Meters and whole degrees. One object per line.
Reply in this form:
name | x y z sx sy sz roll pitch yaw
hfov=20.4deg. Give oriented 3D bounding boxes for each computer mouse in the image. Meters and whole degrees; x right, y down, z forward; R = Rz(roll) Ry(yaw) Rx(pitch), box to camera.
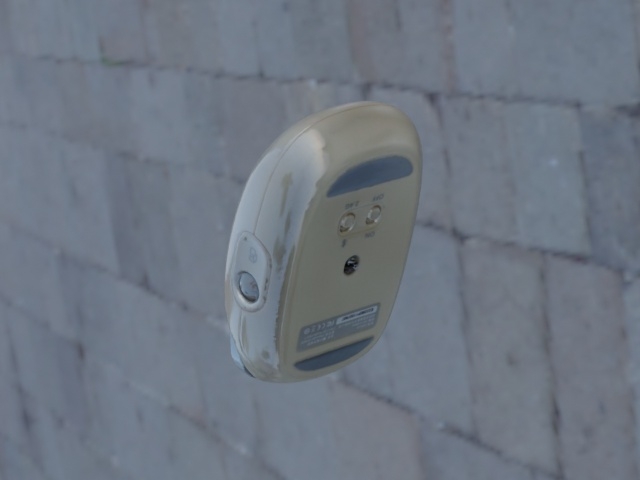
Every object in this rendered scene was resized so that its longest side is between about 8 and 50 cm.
computer mouse | 0.000 0.000 1.315 0.082 0.145 0.236 42 136 36
